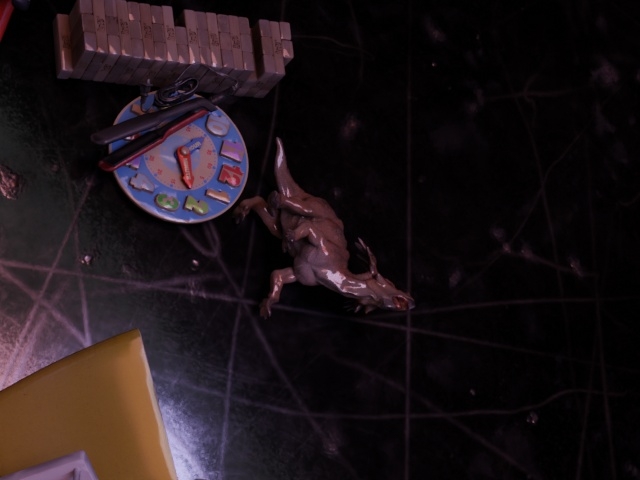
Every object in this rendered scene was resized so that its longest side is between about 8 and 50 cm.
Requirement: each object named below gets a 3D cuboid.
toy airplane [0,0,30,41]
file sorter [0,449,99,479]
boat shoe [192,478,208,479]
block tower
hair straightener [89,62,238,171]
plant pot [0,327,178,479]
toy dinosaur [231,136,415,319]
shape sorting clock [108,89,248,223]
[{"bbox_3d":[-0.385,-0.484,1.417,0.384,0.272,0.386,-32,104,-2],"label":"toy airplane"},{"bbox_3d":[-0.289,0.402,1.174,0.193,0.173,0.277,-19,114,0],"label":"file sorter"},{"bbox_3d":[-0.101,0.407,1.358,0.109,0.305,0.091,-43,128,-1],"label":"boat shoe"},{"bbox_3d":[-0.207,-0.276,1.624,0.336,0.097,0.090,1,71,-27],"label":"block tower"},{"bbox_3d":[-0.214,-0.183,1.549,0.230,0.047,0.089,-29,125,-21],"label":"hair straightener"},{"bbox_3d":[-0.290,0.244,1.335,0.187,0.212,0.212,-13,78,-17],"label":"plant pot"},{"bbox_3d":[0.000,0.000,1.625,0.200,0.127,0.295,-2,61,-37],"label":"toy dinosaur"},{"bbox_3d":[-0.199,-0.122,1.603,0.206,0.040,0.206,10,67,-25],"label":"shape sorting clock"}]
